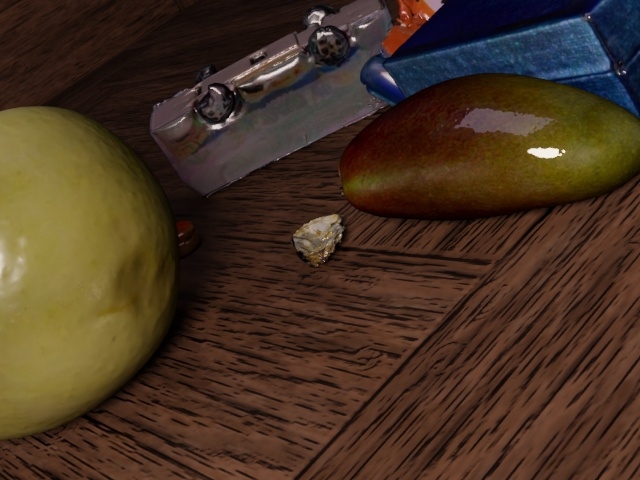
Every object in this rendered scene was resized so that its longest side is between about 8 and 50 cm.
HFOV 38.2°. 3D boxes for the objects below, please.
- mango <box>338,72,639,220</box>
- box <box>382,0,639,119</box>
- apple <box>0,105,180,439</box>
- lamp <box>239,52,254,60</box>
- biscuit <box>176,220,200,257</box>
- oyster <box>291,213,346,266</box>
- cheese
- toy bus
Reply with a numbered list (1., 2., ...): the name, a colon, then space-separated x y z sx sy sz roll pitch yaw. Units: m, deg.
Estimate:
1. mango: 0.128 -0.076 0.742 0.267 0.111 0.133 -2 23 38
2. box: 0.236 -0.218 0.838 0.261 0.116 0.279 -45 22 -20
3. apple: -0.261 0.019 0.783 0.292 0.292 0.254 -12 5 35
4. lamp: -0.077 -0.201 1.239 0.105 0.105 0.105 -25 24 11
5. biscuit: -0.247 0.051 1.008 0.250 0.036 0.165 -43 25 -28
6. oyster: 0.001 0.001 0.845 0.054 0.019 0.083 -25 21 6
7. cheese: 0.155 -0.260 1.028 0.329 0.217 0.129 -58 -4 -29
8. toy bus: -0.044 -0.176 1.119 0.317 0.138 0.112 -24 29 9
